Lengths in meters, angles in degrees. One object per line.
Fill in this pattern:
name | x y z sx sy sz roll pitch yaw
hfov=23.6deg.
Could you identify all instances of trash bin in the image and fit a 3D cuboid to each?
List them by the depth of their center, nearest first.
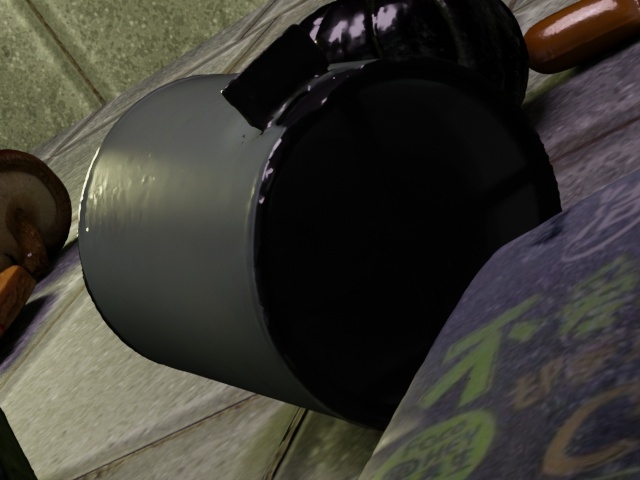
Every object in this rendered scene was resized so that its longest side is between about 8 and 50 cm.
trash bin | -0.009 -0.005 0.982 0.217 0.277 0.262 -43 23 -21

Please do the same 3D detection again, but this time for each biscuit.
biscuit | -0.482 0.148 1.969 0.262 0.052 0.277 -36 14 16

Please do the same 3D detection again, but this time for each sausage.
sausage | 0.255 -0.198 1.383 0.183 0.054 0.062 -27 49 25

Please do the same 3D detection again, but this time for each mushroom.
mushroom | -0.465 -0.025 2.190 0.138 0.194 0.231 -21 10 42

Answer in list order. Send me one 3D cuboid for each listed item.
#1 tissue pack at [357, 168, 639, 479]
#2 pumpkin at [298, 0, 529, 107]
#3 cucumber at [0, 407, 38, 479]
tissue pack | 0.146 0.090 0.583 0.288 0.124 0.394 -23 18 34
pumpkin | 0.077 -0.150 1.362 0.220 0.162 0.220 -16 4 1
cucumber | -0.315 0.180 1.244 0.130 0.191 0.191 -27 14 -2
